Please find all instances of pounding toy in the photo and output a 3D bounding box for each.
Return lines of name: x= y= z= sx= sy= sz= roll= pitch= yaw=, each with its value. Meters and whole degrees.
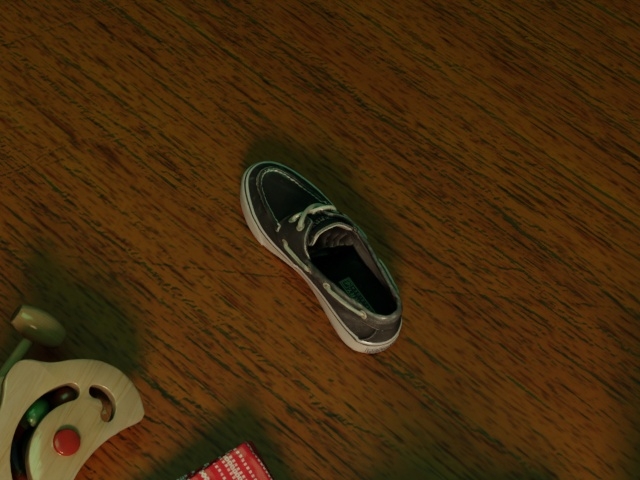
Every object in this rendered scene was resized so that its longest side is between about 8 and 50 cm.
pounding toy: x=-0.298 y=0.215 z=1.112 sx=0.154 sy=0.155 sz=0.269 roll=24 pitch=57 yaw=-24

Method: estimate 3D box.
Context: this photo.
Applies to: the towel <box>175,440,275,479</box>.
towel: x=-0.145 y=0.351 z=1.051 sx=0.275 sy=0.031 sz=0.199 roll=-28 pitch=66 yaw=-13

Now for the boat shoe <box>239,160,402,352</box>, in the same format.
boat shoe: x=0.000 y=0.000 z=1.259 sx=0.108 sy=0.102 sz=0.301 roll=-25 pitch=64 yaw=-20
